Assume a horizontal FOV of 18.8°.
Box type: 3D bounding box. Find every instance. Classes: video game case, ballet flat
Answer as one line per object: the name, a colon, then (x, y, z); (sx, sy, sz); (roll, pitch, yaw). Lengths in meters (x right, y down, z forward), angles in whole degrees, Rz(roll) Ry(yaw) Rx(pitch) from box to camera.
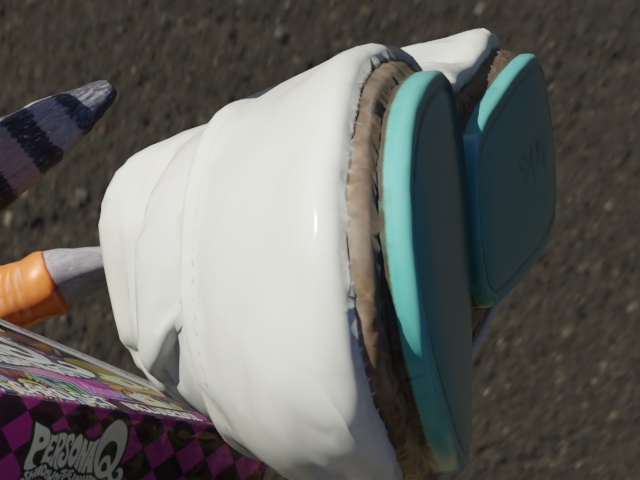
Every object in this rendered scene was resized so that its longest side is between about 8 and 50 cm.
video game case: (-0.161, 0.041, 0.675); (0.210, 0.232, 0.041); (18, 90, 34)
ballet flat: (0.000, 0.000, 0.640); (0.139, 0.400, 0.139); (2, 101, 11)

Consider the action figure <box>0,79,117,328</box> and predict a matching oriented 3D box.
action figure: (-0.218, 0.065, 0.972); (0.330, 0.178, 0.341); (-38, 102, 13)
